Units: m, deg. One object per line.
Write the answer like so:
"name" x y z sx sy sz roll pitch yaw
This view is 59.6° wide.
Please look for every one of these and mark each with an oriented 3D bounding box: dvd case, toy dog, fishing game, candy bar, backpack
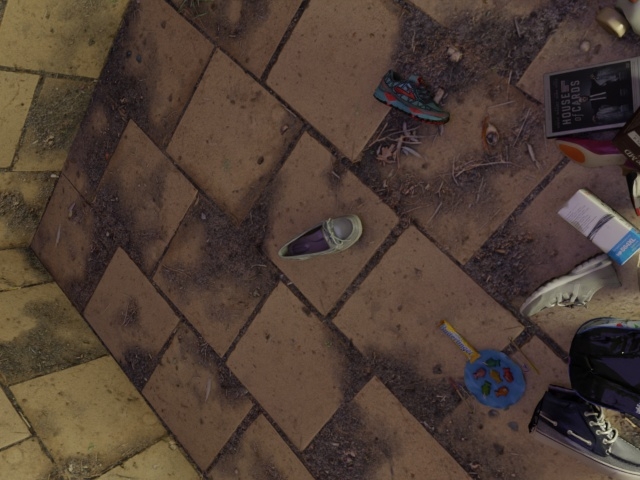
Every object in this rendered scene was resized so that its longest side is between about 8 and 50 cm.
"dvd case" 0.712 -0.370 1.457 0.238 0.029 0.179 -4 83 29
"toy dog" 0.824 -0.515 1.316 0.333 0.161 0.220 27 110 26
"fishing game" 0.524 0.426 1.697 0.264 0.041 0.189 -40 73 29
"candy bar" 0.429 0.313 1.745 0.161 0.018 0.040 47 117 22
"backpack" 0.777 0.312 1.429 0.263 0.213 0.277 6 94 22

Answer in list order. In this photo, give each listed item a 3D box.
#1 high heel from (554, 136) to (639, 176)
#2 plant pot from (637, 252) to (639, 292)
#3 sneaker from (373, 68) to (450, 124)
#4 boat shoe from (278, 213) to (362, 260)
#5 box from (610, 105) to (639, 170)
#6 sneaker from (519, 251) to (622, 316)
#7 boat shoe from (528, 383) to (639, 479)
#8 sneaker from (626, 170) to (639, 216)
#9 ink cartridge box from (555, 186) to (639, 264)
"high heel" 0.751 -0.250 1.465 0.244 0.082 0.117 29 74 41
"plant pot" 0.861 0.098 1.414 0.109 0.109 0.096 8 114 30
"sneaker" 0.284 -0.440 1.690 0.262 0.104 0.125 32 110 24
"boat shoe" -0.002 -0.002 1.921 0.320 0.103 0.118 -19 87 32
"box" 0.828 -0.254 1.271 0.168 0.203 0.167 43 77 -1
"sneaker" 0.678 0.147 1.526 0.281 0.105 0.115 -37 77 29
"boat shoe" 0.749 0.519 1.517 0.340 0.127 0.158 16 112 29
"sneaker" 0.815 -0.125 1.393 0.075 0.161 0.057 -17 48 25
"ink cartridge box" 0.728 -0.042 1.444 0.203 0.148 0.086 45 118 18
